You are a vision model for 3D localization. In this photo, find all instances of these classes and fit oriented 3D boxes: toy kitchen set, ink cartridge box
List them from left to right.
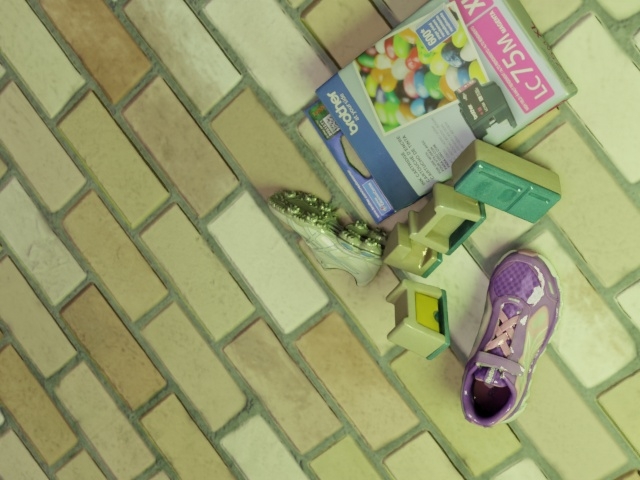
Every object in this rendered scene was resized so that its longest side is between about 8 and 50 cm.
[{"bbox_3d":[0.128,-0.166,1.369,0.311,0.065,0.186,-35,87,30],"label":"ink cartridge box"},{"bbox_3d":[0.178,0.022,1.331,0.122,0.166,0.207,20,136,-21],"label":"toy kitchen set"}]

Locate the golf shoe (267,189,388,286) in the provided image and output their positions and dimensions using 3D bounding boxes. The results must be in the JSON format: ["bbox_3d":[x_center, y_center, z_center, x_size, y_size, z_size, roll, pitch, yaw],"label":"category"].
[{"bbox_3d":[0.000,0.000,1.469,0.176,0.069,0.086,30,125,21],"label":"golf shoe"}]

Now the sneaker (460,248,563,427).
[{"bbox_3d":[0.223,0.128,1.372,0.095,0.104,0.236,19,109,21],"label":"sneaker"}]
